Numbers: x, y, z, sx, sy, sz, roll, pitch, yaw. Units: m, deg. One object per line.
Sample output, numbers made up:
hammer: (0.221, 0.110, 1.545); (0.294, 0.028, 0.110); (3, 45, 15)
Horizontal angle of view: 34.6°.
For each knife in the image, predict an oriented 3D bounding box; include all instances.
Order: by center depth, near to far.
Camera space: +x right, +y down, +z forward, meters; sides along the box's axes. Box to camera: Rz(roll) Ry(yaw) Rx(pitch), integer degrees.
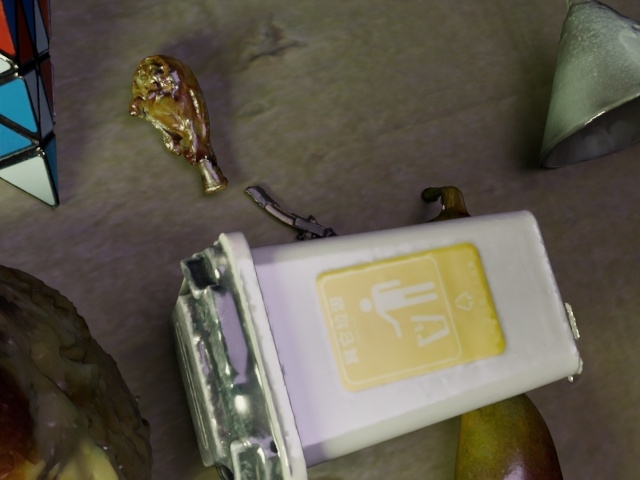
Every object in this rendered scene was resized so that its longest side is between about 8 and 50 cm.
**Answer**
knife: (0.004, -0.004, 1.254); (0.222, 0.021, 0.045); (39, 66, -9)

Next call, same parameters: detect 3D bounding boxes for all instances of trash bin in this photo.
trash bin: (0.044, 0.107, 1.056); (0.368, 0.296, 0.255); (-13, 77, -15)

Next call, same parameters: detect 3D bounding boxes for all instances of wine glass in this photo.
wine glass: (0.341, -0.330, 1.374); (0.267, 0.267, 0.405); (-17, 78, -26)

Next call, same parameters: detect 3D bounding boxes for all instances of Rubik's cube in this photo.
Rubik's cube: (-0.371, -0.209, 1.041); (0.250, 0.234, 0.284); (5, 73, -21)

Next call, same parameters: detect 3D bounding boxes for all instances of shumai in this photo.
shumai: (-0.281, 0.134, 0.948); (0.217, 0.283, 0.346); (-37, 89, -26)

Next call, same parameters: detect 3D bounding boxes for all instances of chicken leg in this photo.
chicken leg: (-0.166, -0.133, 1.203); (0.093, 0.070, 0.178); (-31, 98, -27)

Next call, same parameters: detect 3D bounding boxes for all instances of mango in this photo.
mango: (0.220, 0.286, 1.210); (0.133, 0.111, 0.267); (-5, 71, -12)

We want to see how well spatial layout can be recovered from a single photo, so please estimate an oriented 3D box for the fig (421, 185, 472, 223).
fig: (0.173, 0.022, 1.249); (0.142, 0.148, 0.186); (9, 83, 12)
